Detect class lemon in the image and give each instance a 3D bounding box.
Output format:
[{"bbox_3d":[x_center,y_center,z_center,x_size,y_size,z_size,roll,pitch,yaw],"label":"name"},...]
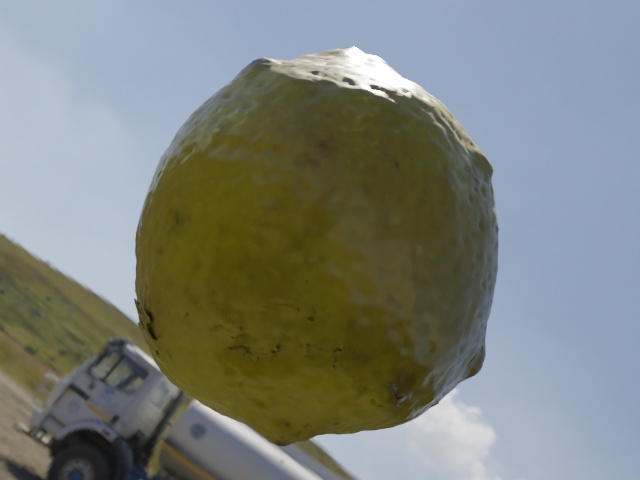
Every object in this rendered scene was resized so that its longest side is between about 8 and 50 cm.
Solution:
[{"bbox_3d":[0.000,0.000,0.875,0.349,0.387,0.350,7,-22,3],"label":"lemon"}]
